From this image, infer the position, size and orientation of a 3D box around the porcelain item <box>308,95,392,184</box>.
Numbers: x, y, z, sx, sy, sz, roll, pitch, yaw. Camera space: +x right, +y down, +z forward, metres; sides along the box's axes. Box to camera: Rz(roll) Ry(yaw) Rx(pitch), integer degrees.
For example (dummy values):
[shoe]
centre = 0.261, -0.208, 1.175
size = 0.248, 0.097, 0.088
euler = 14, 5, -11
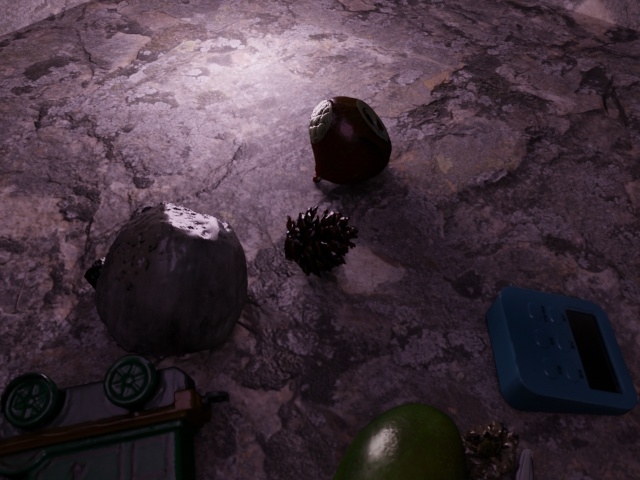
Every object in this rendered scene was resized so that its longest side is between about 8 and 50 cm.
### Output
[porcelain item]
centre = 0.054, -0.241, 1.199
size = 0.253, 0.253, 0.253
euler = 0, 52, 0

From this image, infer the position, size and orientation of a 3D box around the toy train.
[toy train]
centre = -0.359, 0.341, 0.752
size = 0.429, 0.178, 0.249
euler = -10, 64, -8

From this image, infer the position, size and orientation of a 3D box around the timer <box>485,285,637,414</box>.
[timer]
centre = 0.473, 0.210, 0.898
size = 0.250, 0.091, 0.231
euler = 3, 51, -2

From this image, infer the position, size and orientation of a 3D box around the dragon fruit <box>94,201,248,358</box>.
[dragon fruit]
centre = -0.272, 0.075, 0.871
size = 0.283, 0.221, 0.204
euler = 14, 29, -16

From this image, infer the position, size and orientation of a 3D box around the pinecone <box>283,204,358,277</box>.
[pinecone]
centre = 0.000, 0.000, 1.012
size = 0.174, 0.173, 0.173
euler = 0, 52, 0

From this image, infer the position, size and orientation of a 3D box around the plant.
[plant]
centre = 0.278, 0.345, 0.775
size = 0.104, 0.122, 0.116
euler = 29, 64, 34

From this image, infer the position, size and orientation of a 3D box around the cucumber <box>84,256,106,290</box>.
[cucumber]
centre = -0.393, 0.143, 0.961
size = 0.072, 0.072, 0.300
euler = -38, 63, -25

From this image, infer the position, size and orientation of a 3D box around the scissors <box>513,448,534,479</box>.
[scissors]
centre = 0.331, 0.446, 0.750
size = 0.101, 0.027, 0.204
euler = 16, 56, 11

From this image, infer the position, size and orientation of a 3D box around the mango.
[mango]
centre = 0.119, 0.408, 0.677
size = 0.225, 0.201, 0.382
euler = 3, 38, 32
